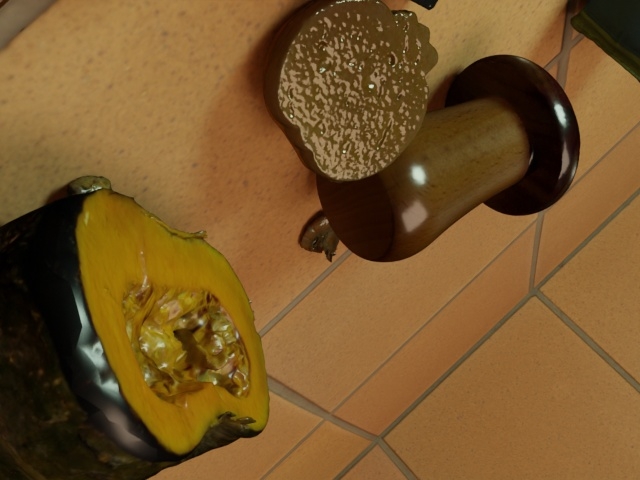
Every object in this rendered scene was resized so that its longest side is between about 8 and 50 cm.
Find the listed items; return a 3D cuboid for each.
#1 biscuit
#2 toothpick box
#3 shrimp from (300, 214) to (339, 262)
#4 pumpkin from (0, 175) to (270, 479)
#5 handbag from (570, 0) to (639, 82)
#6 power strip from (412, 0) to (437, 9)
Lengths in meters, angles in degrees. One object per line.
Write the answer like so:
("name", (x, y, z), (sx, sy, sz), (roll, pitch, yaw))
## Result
("biscuit", (0.027, -0.141, 0.656), (0.170, 0.050, 0.170), (-15, 120, -29))
("toothpick box", (0.150, -0.092, 0.828), (0.294, 0.192, 0.192), (-23, 150, -29))
("shrimp", (0.000, 0.000, 0.935), (0.059, 0.023, 0.108), (-25, 152, -18))
("pumpkin", (-0.193, 0.080, 0.568), (0.232, 0.242, 0.325), (-16, 164, 9))
("handbag", (0.488, -0.323, 0.942), (0.263, 0.222, 0.241), (-14, 147, -48))
("power strip", (0.077, -0.235, 0.652), (0.038, 0.029, 0.111), (-54, 157, 22))
